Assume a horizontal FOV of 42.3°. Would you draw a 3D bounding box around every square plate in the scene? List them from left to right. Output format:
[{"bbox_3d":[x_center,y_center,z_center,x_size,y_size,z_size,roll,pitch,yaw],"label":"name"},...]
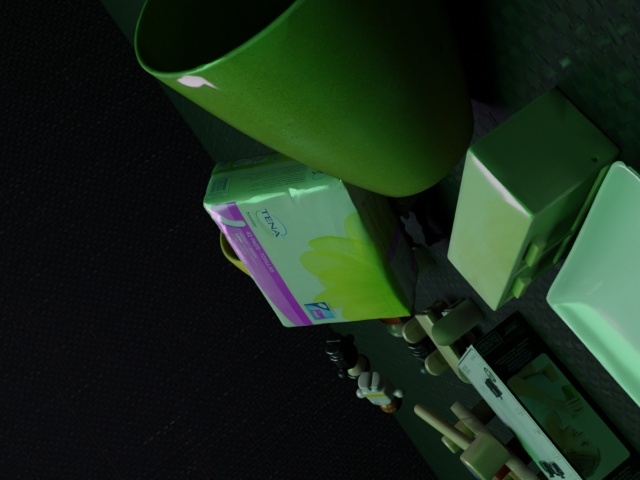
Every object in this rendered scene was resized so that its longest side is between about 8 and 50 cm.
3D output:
[{"bbox_3d":[0.356,0.116,0.729,0.344,0.049,0.347,51,170,21],"label":"square plate"}]

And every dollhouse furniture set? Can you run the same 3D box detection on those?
[{"bbox_3d":[0.169,0.154,1.436,0.242,0.161,0.212,54,170,-1],"label":"dollhouse furniture set"}]

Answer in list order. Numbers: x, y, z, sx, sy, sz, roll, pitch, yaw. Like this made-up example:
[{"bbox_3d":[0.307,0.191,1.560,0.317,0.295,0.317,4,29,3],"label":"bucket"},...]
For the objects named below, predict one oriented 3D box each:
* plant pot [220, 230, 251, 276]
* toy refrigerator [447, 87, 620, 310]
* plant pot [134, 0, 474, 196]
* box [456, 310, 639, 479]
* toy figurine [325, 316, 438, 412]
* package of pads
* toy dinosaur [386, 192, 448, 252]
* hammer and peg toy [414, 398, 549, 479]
[{"bbox_3d":[-0.046,0.000,1.791,0.239,0.254,0.254,41,-179,-39],"label":"plant pot"},{"bbox_3d":[0.203,-0.025,0.825,0.094,0.102,0.269,51,169,19],"label":"toy refrigerator"},{"bbox_3d":[0.023,-0.179,0.809,0.293,0.275,0.275,40,-179,-39],"label":"plant pot"},{"bbox_3d":[0.334,0.258,1.218,0.290,0.087,0.169,52,170,16],"label":"box"},{"bbox_3d":[0.142,0.241,1.745,0.209,0.213,0.148,42,174,43],"label":"toy figurine"},{"bbox_3d":[0.000,0.000,1.191,0.296,0.229,0.101,59,-146,-38],"label":"package of pads"},{"bbox_3d":[0.131,-0.039,1.273,0.118,0.064,0.268,61,173,1],"label":"toy dinosaur"},{"bbox_3d":[0.328,0.379,1.429,0.361,0.127,0.266,49,175,-37],"label":"hammer and peg toy"}]
